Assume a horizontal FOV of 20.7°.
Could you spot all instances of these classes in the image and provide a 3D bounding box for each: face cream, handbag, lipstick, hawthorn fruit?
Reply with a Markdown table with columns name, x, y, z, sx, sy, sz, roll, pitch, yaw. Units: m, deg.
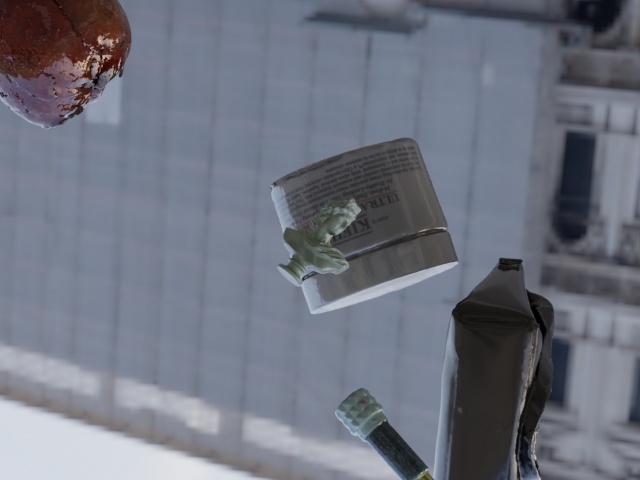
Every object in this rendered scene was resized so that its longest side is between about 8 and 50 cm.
| name | x | y | z | sx | sy | sz | roll | pitch | yaw |
| --- | --- | --- | --- | --- | --- | --- | --- | --- | --- |
| face cream | 0.047 | -0.017 | 1.931 | 0.177 | 0.153 | 0.177 | -20 | 175 | -2 |
| handbag | 0.187 | 0.174 | 1.884 | 0.113 | 0.285 | 0.257 | 6 | -164 | 6 |
| lipstick | 0.062 | 0.181 | 1.518 | 0.116 | 0.037 | 0.037 | 49 | -152 | 17 |
| hawthorn fruit | -0.264 | -0.197 | 1.652 | 0.172 | 0.148 | 0.148 | 39 | -163 | 6 |

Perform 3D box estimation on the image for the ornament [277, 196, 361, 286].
| name | x | y | z | sx | sy | sz | roll | pitch | yaw |
| --- | --- | --- | --- | --- | --- | --- | --- | --- | --- |
| ornament | -0.003 | 0.002 | 1.663 | 0.068 | 0.092 | 0.041 | 11 | 161 | 4 |
